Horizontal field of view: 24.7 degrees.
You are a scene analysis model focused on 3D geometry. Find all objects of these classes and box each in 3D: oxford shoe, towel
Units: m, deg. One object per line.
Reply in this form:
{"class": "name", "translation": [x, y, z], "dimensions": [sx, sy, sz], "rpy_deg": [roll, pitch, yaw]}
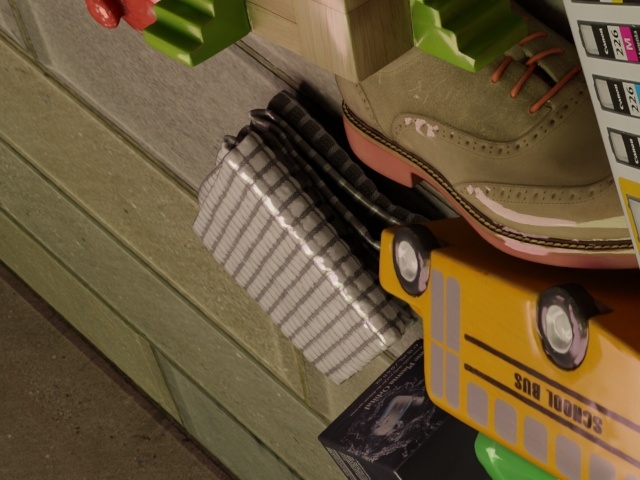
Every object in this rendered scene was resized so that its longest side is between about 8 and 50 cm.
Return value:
{"class": "oxford shoe", "translation": [0.118, -0.083, 0.908], "dimensions": [0.348, 0.123, 0.130], "rpy_deg": [23, 144, 45]}
{"class": "towel", "translation": [0.000, 0.000, 1.359], "dimensions": [0.235, 0.121, 0.283], "rpy_deg": [48, 162, 5]}

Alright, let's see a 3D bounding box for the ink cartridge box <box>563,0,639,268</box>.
{"class": "ink cartridge box", "translation": [0.212, -0.018, 0.616], "dimensions": [0.272, 0.130, 0.309], "rpy_deg": [-151, 41, -71]}

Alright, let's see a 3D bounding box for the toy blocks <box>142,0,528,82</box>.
{"class": "toy blocks", "translation": [-0.059, -0.268, 0.863], "dimensions": [0.381, 0.191, 0.261], "rpy_deg": [30, 145, 39]}

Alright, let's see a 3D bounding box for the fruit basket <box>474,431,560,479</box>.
{"class": "fruit basket", "translation": [0.237, 0.190, 1.236], "dimensions": [0.327, 0.165, 0.353], "rpy_deg": [56, -179, -11]}

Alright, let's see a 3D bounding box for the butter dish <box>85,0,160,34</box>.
{"class": "butter dish", "translation": [-0.141, -0.219, 1.193], "dimensions": [0.160, 0.118, 0.160], "rpy_deg": [52, 161, -20]}

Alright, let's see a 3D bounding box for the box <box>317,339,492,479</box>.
{"class": "box", "translation": [0.109, 0.192, 1.462], "dimensions": [0.093, 0.156, 0.158], "rpy_deg": [55, 160, -22]}

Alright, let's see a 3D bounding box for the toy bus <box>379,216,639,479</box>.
{"class": "toy bus", "translation": [0.157, 0.068, 0.925], "dimensions": [0.333, 0.108, 0.130], "rpy_deg": [25, 121, 61]}
